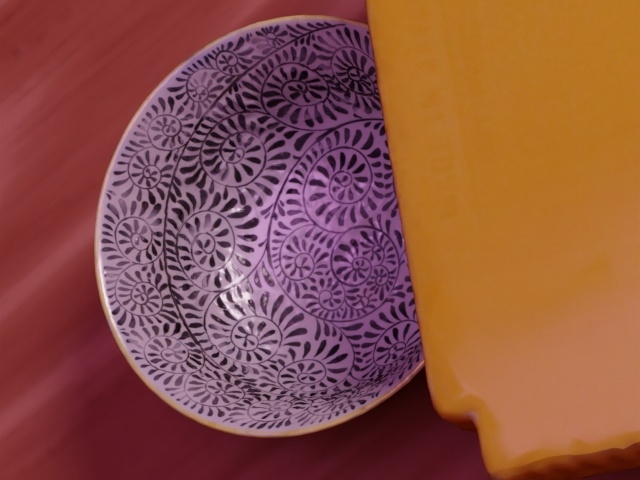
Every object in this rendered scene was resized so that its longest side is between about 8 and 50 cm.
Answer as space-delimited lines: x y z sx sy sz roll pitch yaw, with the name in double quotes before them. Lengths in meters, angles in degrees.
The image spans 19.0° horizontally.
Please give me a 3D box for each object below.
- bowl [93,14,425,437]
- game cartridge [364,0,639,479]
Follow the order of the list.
"bowl" 0.000 0.000 0.782 0.170 0.080 0.170 -5 77 22
"game cartridge" 0.177 -0.079 0.663 0.324 0.053 0.285 -14 72 20
